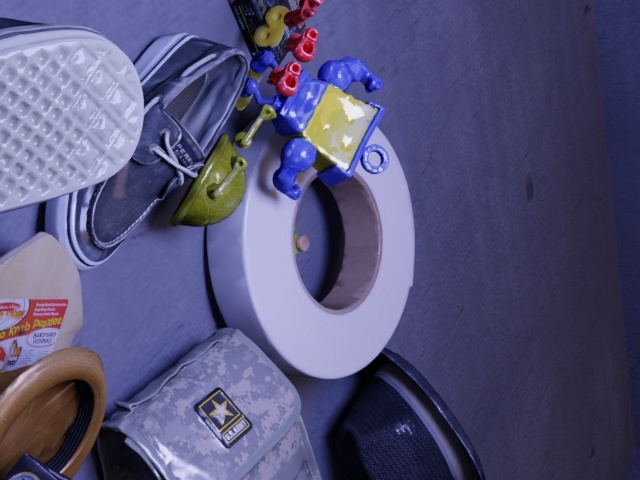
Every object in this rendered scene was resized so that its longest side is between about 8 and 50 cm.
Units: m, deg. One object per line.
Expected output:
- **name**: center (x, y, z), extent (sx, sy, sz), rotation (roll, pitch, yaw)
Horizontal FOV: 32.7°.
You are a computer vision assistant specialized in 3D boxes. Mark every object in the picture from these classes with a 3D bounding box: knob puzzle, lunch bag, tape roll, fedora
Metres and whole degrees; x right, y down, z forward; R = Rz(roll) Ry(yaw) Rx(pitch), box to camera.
- **knob puzzle**: center (-0.307, 0.081, 1.085), extent (0.213, 0.030, 0.213), rotation (-43, 146, -40)
- **lunch bag**: center (-0.131, 0.276, 1.320), extent (0.235, 0.168, 0.287), rotation (-38, 119, -47)
- **tape roll**: center (0.000, 0.000, 1.525), extent (0.392, 0.072, 0.392), rotation (3, 86, -51)
- **fedora**: center (-0.293, 0.180, 1.062), extent (0.194, 0.079, 0.194), rotation (-44, 146, -40)
- **fedora**: center (0.120, 0.335, 1.727), extent (0.152, 0.334, 0.334), rotation (-34, 130, -16)

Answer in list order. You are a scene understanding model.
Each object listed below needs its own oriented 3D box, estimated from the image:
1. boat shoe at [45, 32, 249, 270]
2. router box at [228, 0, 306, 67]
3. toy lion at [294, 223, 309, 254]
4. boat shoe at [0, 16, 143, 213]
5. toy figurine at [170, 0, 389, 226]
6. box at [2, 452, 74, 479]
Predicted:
- **boat shoe**: center (-0.184, -0.110, 1.201), extent (0.121, 0.119, 0.335), rotation (59, 45, -46)
- **router box**: center (-0.071, -0.306, 1.447), extent (0.092, 0.038, 0.122), rotation (-60, 142, -35)
- **toy lion**: center (-0.060, 0.002, 1.531), extent (0.096, 0.034, 0.100), rotation (53, 51, -41)
- **boat shoe**: center (-0.359, -0.075, 0.770), extent (0.500, 0.156, 0.187), rotation (-18, 116, -46)
- **toy figurine**: center (-0.001, -0.128, 1.321), extent (0.217, 0.191, 0.363), rotation (34, 69, -23)
- **box**: center (-0.277, 0.350, 1.081), extent (0.216, 0.060, 0.270), rotation (-54, 150, -13)
